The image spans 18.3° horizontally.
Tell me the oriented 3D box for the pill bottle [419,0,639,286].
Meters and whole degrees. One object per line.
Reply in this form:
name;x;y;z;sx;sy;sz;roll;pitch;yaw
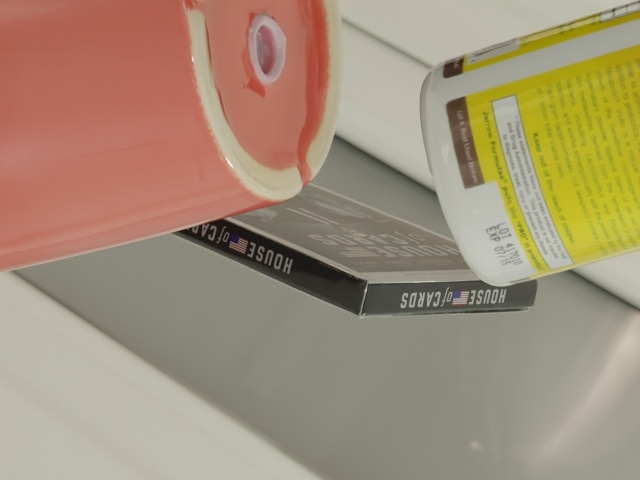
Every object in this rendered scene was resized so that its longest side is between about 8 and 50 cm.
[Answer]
pill bottle;0.164;-0.058;0.957;0.117;0.215;0.117;-16;90;-74

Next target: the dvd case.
dvd case;0.000;0.000;1.320;0.179;0.239;0.029;-1;107;-48

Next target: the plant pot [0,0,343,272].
plant pot;-0.134;-0.112;1.203;0.275;0.243;0.274;-2;90;-64
